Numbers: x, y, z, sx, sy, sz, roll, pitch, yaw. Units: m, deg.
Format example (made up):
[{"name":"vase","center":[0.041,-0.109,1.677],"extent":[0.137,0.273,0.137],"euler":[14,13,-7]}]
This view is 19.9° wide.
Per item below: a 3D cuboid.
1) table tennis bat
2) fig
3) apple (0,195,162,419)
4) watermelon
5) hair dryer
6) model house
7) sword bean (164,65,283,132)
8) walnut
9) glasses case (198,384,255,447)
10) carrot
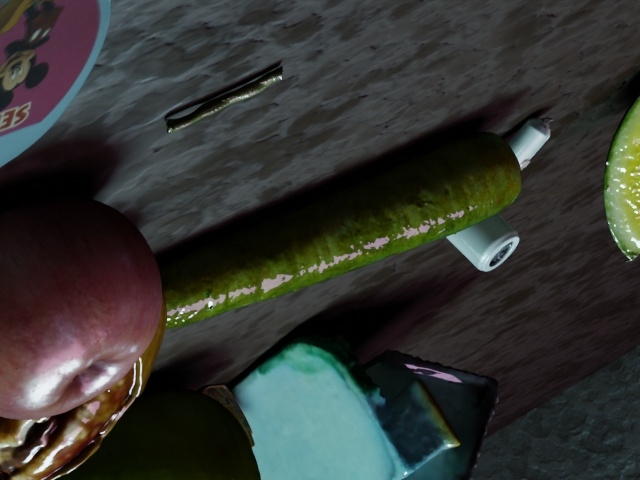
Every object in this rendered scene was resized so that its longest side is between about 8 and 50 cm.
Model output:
[{"name":"table tennis bat","center":[-0.181,-0.051,0.909],"extent":[0.153,0.040,0.244],"euler":[-24,153,-42]},{"name":"fig","center":[-0.144,0.251,1.704],"extent":[0.203,0.225,0.203],"euler":[-28,142,-24]},{"name":"apple","center":[-0.172,0.043,1.137],"extent":[0.153,0.120,0.153],"euler":[-27,164,-8]},{"name":"watermelon","center":[0.353,-0.109,1.602],"extent":[0.301,0.129,0.123],"euler":[-42,164,23]},{"name":"hair dryer","center":[0.156,-0.049,1.558],"extent":[0.137,0.082,0.047],"euler":[-51,159,17]},{"name":"model house","center":[0.049,0.199,1.938],"extent":[0.249,0.230,0.280],"euler":[-28,172,-48]},{"name":"sword bean","center":[-0.059,-0.087,1.132],"extent":[0.083,0.012,0.012],"euler":[-28,165,-13]},{"name":"walnut","center":[-0.184,0.096,1.267],"extent":[0.207,0.116,0.116],"euler":[-51,163,4]},{"name":"glasses case","center":[-0.170,0.235,1.878],"extent":[0.218,0.075,0.049],"euler":[-36,167,22]},{"name":"carrot","center":[0.000,0.000,1.423],"extent":[0.359,0.074,0.074],"euler":[-22,164,-21]}]
